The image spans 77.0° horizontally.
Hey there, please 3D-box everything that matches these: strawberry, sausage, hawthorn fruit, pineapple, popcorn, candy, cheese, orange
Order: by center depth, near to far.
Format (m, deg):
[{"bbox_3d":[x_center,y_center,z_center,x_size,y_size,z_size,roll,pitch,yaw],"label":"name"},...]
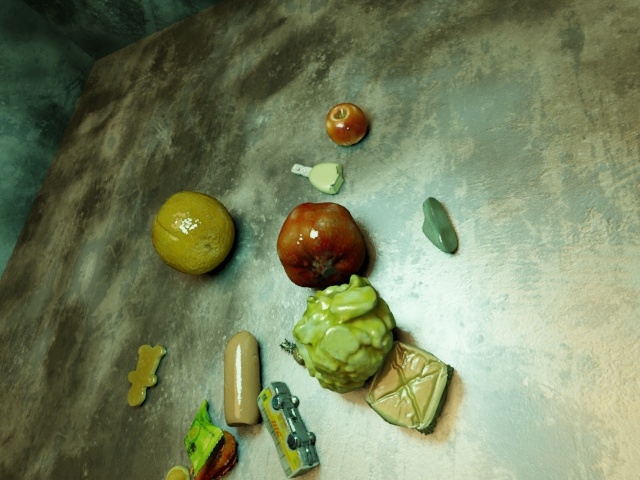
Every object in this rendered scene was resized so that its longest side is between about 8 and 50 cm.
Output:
[{"bbox_3d":[0.076,0.262,1.148,0.292,0.294,0.334,-18,21,-13],"label":"popcorn"},{"bbox_3d":[-0.337,0.702,1.297,0.188,0.082,0.121,-53,29,5],"label":"strawberry"},{"bbox_3d":[-0.391,0.629,1.306,0.246,0.069,0.149,9,67,58],"label":"candy"},{"bbox_3d":[-0.008,0.007,1.320,0.295,0.295,0.311,-42,50,6],"label":"hawthorn fruit"},{"bbox_3d":[-0.088,0.360,1.326,0.124,0.058,0.058,27,82,37],"label":"pineapple"},{"bbox_3d":[-0.261,0.456,1.338,0.121,0.121,0.305,-20,57,21],"label":"sausage"},{"bbox_3d":[-0.016,-0.266,1.590,0.255,0.050,0.127,24,81,36],"label":"cheese"},{"bbox_3d":[-0.509,-0.036,1.606,0.322,0.322,0.357,-52,35,-1],"label":"orange"}]

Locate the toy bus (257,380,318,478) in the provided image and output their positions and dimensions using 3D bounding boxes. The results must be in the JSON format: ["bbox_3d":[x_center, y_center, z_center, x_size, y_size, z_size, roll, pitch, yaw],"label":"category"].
[{"bbox_3d":[-0.103,0.566,1.218,0.106,0.092,0.268,-45,53,16],"label":"toy bus"}]

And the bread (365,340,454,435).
[{"bbox_3d":[0.241,0.396,1.086,0.192,0.110,0.210,15,76,28],"label":"bread"}]

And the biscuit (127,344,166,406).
[{"bbox_3d":[-0.701,0.536,1.607,0.158,0.035,0.241,0,67,33],"label":"biscuit"}]

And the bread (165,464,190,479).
[{"bbox_3d":[-0.480,0.814,1.350,0.110,0.024,0.110,-13,61,24],"label":"bread"}]

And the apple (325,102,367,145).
[{"bbox_3d":[0.098,-0.451,1.560,0.163,0.139,0.164,-14,58,25],"label":"apple"}]

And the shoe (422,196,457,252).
[{"bbox_3d":[0.361,-0.041,1.264,0.078,0.079,0.195,-43,53,51],"label":"shoe"}]
